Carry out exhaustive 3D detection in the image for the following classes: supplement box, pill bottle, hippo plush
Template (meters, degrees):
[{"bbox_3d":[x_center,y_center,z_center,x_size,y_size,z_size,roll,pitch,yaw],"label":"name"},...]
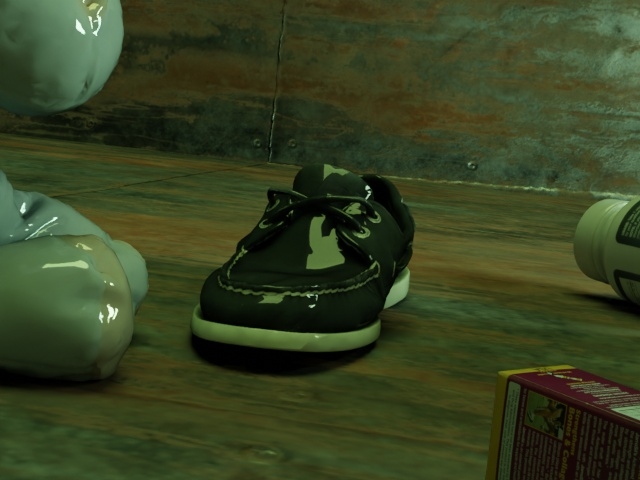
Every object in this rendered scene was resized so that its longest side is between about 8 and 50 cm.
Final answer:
[{"bbox_3d":[0.108,0.085,0.381,0.043,0.055,0.083,1,10,-34],"label":"supplement box"},{"bbox_3d":[0.318,0.013,0.881,0.108,0.108,0.180,2,9,-29],"label":"pill bottle"},{"bbox_3d":[-0.227,-0.062,0.528,0.294,0.236,0.234,2,9,-27],"label":"hippo plush"}]

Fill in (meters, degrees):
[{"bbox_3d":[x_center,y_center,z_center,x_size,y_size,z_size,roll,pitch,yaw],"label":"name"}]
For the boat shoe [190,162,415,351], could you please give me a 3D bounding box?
[{"bbox_3d":[0.004,0.001,0.709,0.127,0.113,0.340,9,8,19],"label":"boat shoe"}]
